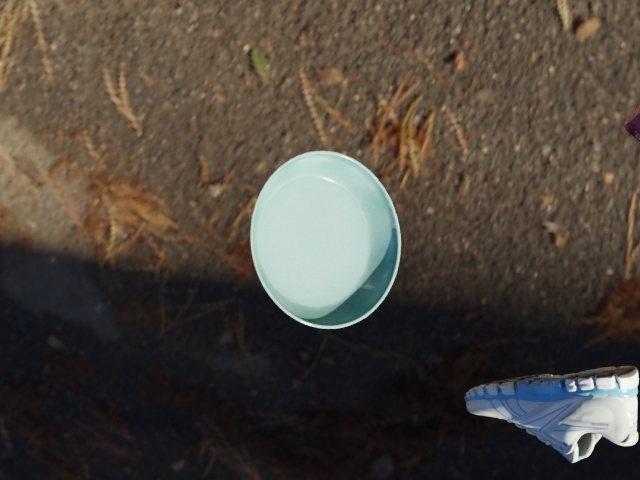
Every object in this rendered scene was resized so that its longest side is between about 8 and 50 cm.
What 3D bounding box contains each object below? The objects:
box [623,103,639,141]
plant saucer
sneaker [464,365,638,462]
[{"bbox_3d":[0.478,-0.199,1.465,0.122,0.257,0.128,39,176,4],"label":"box"},{"bbox_3d":[0.000,0.000,0.869,0.119,0.119,0.021,49,153,-19],"label":"plant saucer"},{"bbox_3d":[0.210,0.164,1.186,0.190,0.071,0.083,-11,88,49],"label":"sneaker"}]
